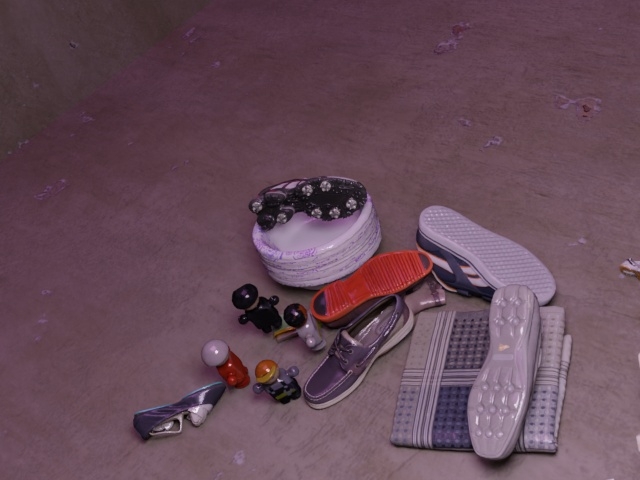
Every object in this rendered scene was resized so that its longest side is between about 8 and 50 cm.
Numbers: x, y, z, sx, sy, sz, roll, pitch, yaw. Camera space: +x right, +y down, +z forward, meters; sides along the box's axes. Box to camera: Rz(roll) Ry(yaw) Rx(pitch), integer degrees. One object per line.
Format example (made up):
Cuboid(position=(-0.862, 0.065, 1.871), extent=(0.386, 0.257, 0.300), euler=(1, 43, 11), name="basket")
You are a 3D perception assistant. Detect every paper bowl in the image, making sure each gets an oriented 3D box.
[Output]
Cuboid(position=(0.000, 0.000, 2.080), extent=(0.284, 0.148, 0.284), euler=(-16, 34, 11), name="paper bowl")

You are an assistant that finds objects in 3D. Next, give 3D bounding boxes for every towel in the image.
Cuboid(position=(0.306, 0.259, 1.727), extent=(0.312, 0.056, 0.324), euler=(-5, 44, 26), name="towel")

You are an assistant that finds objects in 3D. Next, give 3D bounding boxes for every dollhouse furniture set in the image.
Cuboid(position=(-0.044, 0.159, 1.995), extent=(0.152, 0.058, 0.076), euler=(-21, 38, 2), name="dollhouse furniture set")

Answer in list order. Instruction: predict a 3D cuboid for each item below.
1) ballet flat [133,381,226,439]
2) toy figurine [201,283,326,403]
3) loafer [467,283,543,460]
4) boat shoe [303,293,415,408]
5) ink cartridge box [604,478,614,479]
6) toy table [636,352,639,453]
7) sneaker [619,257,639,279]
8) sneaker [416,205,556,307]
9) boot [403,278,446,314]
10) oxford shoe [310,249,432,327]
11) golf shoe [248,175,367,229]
Cuboid(position=(-0.282, 0.357, 1.881), extent=(0.203, 0.074, 0.074), euler=(-20, 38, -6), name="ballet flat")
Cuboid(position=(-0.114, 0.209, 1.870), extent=(0.209, 0.148, 0.213), euler=(15, 65, 37), name="toy figurine")
Cuboid(position=(0.336, 0.235, 1.609), extent=(0.112, 0.111, 0.319), euler=(0, 62, 37), name="loafer")
Cuboid(position=(0.067, 0.214, 1.834), extent=(0.285, 0.092, 0.103), euler=(-41, 45, -9), name="boat shoe")
Cuboid(position=(0.455, 0.438, 1.450), extent=(0.063, 0.029, 0.115), euler=(-17, 40, 6), name="ink cartridge box")
Cuboid(position=(0.594, 0.288, 1.412), extent=(0.161, 0.274, 0.252), euler=(-11, 72, 30), name="toy table")
Cuboid(position=(0.633, 0.057, 1.806), extent=(0.037, 0.032, 0.083), euler=(-39, 42, -19), name="sneaker")
Cuboid(position=(0.335, 0.056, 1.890), extent=(0.321, 0.127, 0.126), euler=(37, 52, 28), name="sneaker")
Cuboid(position=(0.220, 0.129, 1.920), extent=(0.087, 0.042, 0.118), euler=(-1, 49, 13), name="boot")
Cuboid(position=(0.116, 0.105, 1.931), extent=(0.271, 0.098, 0.097), euler=(-24, 53, 10), name="oxford shoe")
Cuboid(position=(-0.024, -0.105, 2.022), extent=(0.273, 0.105, 0.120), euler=(-7, 29, 21), name="golf shoe")
